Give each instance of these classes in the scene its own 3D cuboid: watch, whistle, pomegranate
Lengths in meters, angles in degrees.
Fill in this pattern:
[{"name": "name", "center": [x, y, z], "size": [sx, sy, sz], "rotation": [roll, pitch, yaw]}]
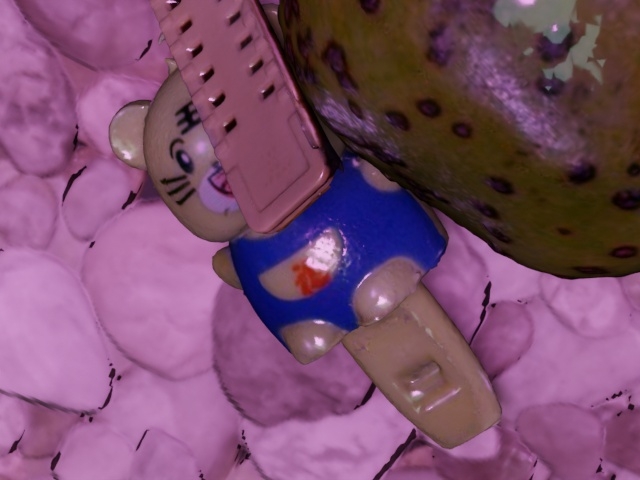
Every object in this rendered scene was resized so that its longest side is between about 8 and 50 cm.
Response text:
[{"name": "watch", "center": [-0.090, -0.138, 0.666], "size": [0.102, 0.165, 0.268], "rotation": [-34, 62, 14]}, {"name": "whistle", "center": [0.000, 0.000, 0.760], "size": [0.105, 0.085, 0.227], "rotation": [-33, 100, 22]}, {"name": "pomegranate", "center": [0.099, -0.107, 0.651], "size": [0.254, 0.270, 0.254], "rotation": [5, 72, -17]}]
